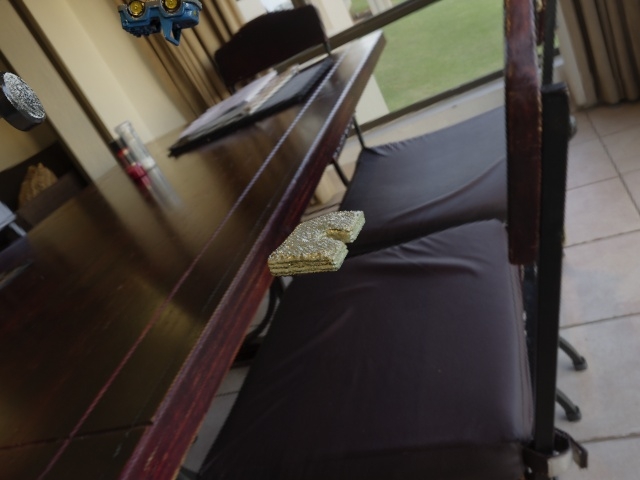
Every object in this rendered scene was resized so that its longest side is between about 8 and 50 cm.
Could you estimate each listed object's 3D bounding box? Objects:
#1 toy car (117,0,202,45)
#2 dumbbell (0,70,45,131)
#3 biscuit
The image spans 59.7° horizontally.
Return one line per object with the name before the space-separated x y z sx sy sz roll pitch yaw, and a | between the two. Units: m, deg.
toy car | -0.374 -0.512 1.311 0.191 0.100 0.097 -7 8 5
dumbbell | -0.835 -0.312 1.411 0.218 0.152 0.152 -29 24 5
biscuit | 0.000 0.000 1.167 0.147 0.046 0.250 -4 22 22
